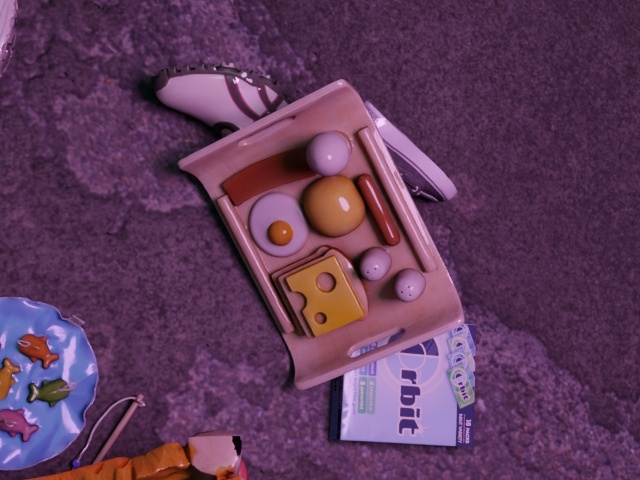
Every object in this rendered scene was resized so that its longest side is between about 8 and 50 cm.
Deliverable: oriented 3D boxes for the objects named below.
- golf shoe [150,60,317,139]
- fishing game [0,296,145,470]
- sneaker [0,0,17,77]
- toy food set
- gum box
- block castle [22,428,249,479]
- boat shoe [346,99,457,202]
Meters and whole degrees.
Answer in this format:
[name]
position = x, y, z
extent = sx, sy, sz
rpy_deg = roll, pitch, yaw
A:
[golf shoe]
position = -0.075, -0.135, 1.115
extent = 0.273, 0.105, 0.120
rpy_deg = 14, 81, -19
[fishing game]
position = -0.328, 0.153, 0.993
extent = 0.264, 0.041, 0.189
rpy_deg = 37, 72, -12
[sneaker]
position = -0.405, -0.192, 0.999
extent = 0.115, 0.090, 0.232
rpy_deg = 20, 72, -14
[toy food set]
position = 0.000, 0.000, 1.054
extent = 0.220, 0.092, 0.306
rpy_deg = -25, 96, 15
[gum box]
position = 0.106, 0.176, 1.163
extent = 0.184, 0.041, 0.157
rpy_deg = 7, 77, -20
[block castle]
position = -0.164, 0.428, 0.863
extent = 0.303, 0.213, 0.453
rpy_deg = -12, 63, -14
[boat shoe]
position = 0.094, -0.091, 1.158
extent = 0.076, 0.080, 0.228
rpy_deg = -46, 145, 8
